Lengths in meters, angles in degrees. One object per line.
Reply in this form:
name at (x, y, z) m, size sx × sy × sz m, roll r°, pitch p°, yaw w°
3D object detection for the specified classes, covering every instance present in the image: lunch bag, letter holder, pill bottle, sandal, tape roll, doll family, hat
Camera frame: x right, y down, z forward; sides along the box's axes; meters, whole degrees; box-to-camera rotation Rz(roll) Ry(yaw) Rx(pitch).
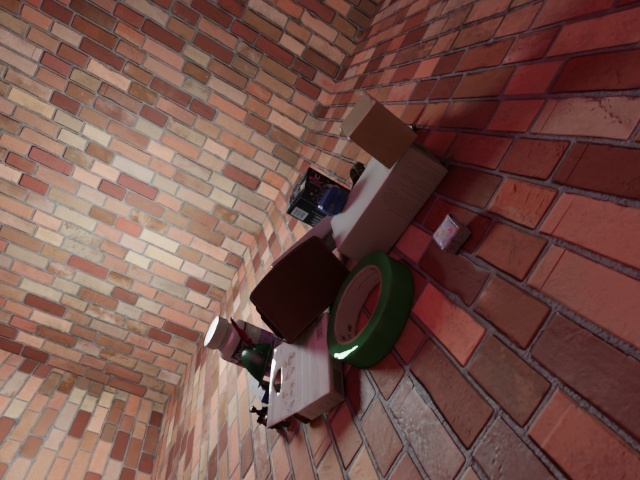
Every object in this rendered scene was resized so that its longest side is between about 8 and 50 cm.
lunch bag at (0.043, -0.131, 1.535) m, size 0.099 × 0.067 × 0.065 m, roll -62°, pitch 15°, yaw -5°
letter holder at (-0.076, 0.154, 1.534) m, size 0.302 × 0.214 × 0.152 m, roll -43°, pitch 5°, yaw -17°
pill bottle at (-0.293, 0.412, 1.835) m, size 0.169 × 0.301 × 0.169 m, roll -54°, pitch 20°, yaw 29°
lunch bag at (0.314, -0.018, 1.124) m, size 0.071 × 0.053 × 0.083 m, roll -59°, pitch 27°, yaw 22°
sandal at (0.160, -0.214, 1.818) m, size 0.090 × 0.060 × 0.220 m, roll -34°, pitch 42°, yaw 28°
tape roll at (0.131, 0.192, 1.309) m, size 0.321 × 0.077 × 0.321 m, roll -53°, pitch 21°, yaw 30°
doll family at (-0.171, 0.587, 1.551) m, size 0.193 × 0.111 × 0.076 m, roll -45°, pitch 25°, yaw 47°
hat at (-0.272, 0.400, 1.641) m, size 0.208 × 0.183 × 0.173 m, roll -113°, pitch 42°, yaw -85°

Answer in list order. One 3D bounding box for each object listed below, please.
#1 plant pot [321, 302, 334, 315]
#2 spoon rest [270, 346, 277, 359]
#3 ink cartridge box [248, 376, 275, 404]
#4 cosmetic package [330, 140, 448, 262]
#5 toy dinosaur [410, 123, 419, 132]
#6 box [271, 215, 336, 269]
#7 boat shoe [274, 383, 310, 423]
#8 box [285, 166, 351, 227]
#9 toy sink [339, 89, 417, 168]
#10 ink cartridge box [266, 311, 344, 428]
plant pot at (-0.003, 0.294, 1.624) m, size 0.236 × 0.032 × 0.236 m, roll -54°, pitch 19°, yaw 29°
spoon rest at (-0.097, 0.476, 1.590) m, size 0.137 × 0.084 × 0.276 m, roll -60°, pitch 31°, yaw 15°
ink cartridge box at (-0.188, 0.549, 1.681) m, size 0.046 × 0.097 × 0.207 m, roll -67°, pitch 17°, yaw -10°
cosmetic package at (0.197, -0.128, 1.453) m, size 0.385 × 0.156 × 0.217 m, roll -57°, pitch 18°, yaw 23°
toy dinosaur at (0.290, -0.342, 1.654) m, size 0.118 × 0.063 × 0.269 m, roll 132°, pitch 153°, yaw -53°
box at (-0.045, 0.050, 1.696) m, size 0.322 × 0.058 × 0.232 m, roll -41°, pitch -18°, yaw -21°
boat shoe at (-0.093, 0.506, 1.443) m, size 0.177 × 0.064 × 0.060 m, roll 21°, pitch 122°, yaw 46°
box at (0.012, -0.143, 1.841) m, size 0.163 × 0.247 × 0.142 m, roll -48°, pitch 21°, yaw 40°
toy sink at (0.154, -0.321, 1.341) m, size 0.131 × 0.152 × 0.234 m, roll -50°, pitch 21°, yaw 17°
ink cartridge box at (-0.047, 0.402, 1.426) m, size 0.261 × 0.066 × 0.297 m, roll -39°, pitch 30°, yaw 26°
